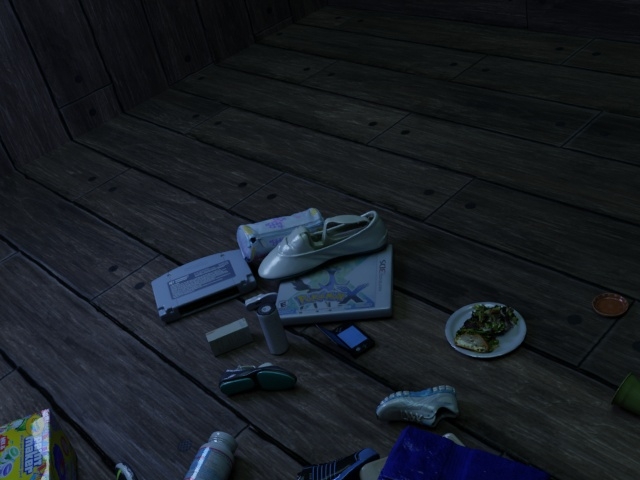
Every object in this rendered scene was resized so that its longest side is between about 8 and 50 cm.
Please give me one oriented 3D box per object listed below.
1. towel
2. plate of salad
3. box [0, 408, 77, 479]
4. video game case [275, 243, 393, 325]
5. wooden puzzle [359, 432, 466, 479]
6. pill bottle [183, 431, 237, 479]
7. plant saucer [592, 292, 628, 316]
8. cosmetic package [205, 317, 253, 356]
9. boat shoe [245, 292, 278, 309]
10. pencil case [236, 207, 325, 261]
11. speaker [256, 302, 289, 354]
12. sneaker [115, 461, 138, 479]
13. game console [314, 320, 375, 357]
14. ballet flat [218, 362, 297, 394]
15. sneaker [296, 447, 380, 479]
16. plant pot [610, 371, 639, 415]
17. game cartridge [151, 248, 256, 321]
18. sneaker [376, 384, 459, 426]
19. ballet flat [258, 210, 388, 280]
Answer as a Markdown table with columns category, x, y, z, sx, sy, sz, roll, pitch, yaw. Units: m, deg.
| category | x | y | z | sx | sy | sz | roll | pitch | yaw |
| --- | --- | --- | --- | --- | --- | --- | --- | --- | --- |
| towel | 0.275 | 0.467 | 1.378 | 0.308 | 0.076 | 0.227 | 15 | 30 | 17 |
| plate of salad | 0.412 | 0.214 | 1.802 | 0.199 | 0.048 | 0.200 | -10 | 35 | 7 |
| box | -0.694 | 0.571 | 1.573 | 0.279 | 0.177 | 0.290 | -19 | 35 | -9 |
| video game case | 0.044 | 0.122 | 2.058 | 0.329 | 0.036 | 0.300 | -6 | 34 | 11 |
| wooden puzzle | 0.231 | 0.490 | 1.445 | 0.238 | 0.044 | 0.221 | -14 | 33 | -25 |
| pill bottle | -0.243 | 0.506 | 1.585 | 0.087 | 0.087 | 0.160 | 1 | 37 | 20 |
| plant saucer | 0.723 | 0.163 | 1.796 | 0.083 | 0.013 | 0.083 | -9 | 36 | 6 |
| cosmetic package | -0.247 | 0.262 | 1.950 | 0.115 | 0.060 | 0.041 | -20 | 34 | -11 |
| boat shoe | -0.171 | 0.168 | 2.077 | 0.100 | 0.035 | 0.035 | -22 | 38 | -1 |
| pencil case | -0.120 | -0.021 | 2.205 | 0.273 | 0.124 | 0.113 | -15 | 73 | -25 |
| speaker | -0.124 | 0.232 | 1.883 | 0.055 | 0.136 | 0.055 | -12 | 31 | 7 |
| sneaker | -0.420 | 0.576 | 1.551 | 0.097 | 0.084 | 0.234 | -29 | 38 | -18 |
| game console | 0.063 | 0.241 | 1.862 | 0.107 | 0.071 | 0.122 | -29 | 38 | -20 |
| ballet flat | -0.157 | 0.339 | 1.806 | 0.203 | 0.074 | 0.074 | -9 | 35 | 10 |
| sneaker | 0.014 | 0.498 | 1.514 | 0.232 | 0.081 | 0.090 | -31 | 46 | -21 |
| plant pot | 0.675 | 0.336 | 1.526 | 0.079 | 0.083 | 0.083 | 33 | 55 | 32 |
| game cartridge | -0.356 | 0.129 | 2.179 | 0.297 | 0.062 | 0.198 | -20 | 31 | -9 |
| sneaker | 0.221 | 0.384 | 1.616 | 0.190 | 0.071 | 0.083 | -13 | 41 | 1 |
| ballet flat | 0.000 | 0.000 | 2.105 | 0.400 | 0.139 | 0.139 | -16 | 35 | -4 |
